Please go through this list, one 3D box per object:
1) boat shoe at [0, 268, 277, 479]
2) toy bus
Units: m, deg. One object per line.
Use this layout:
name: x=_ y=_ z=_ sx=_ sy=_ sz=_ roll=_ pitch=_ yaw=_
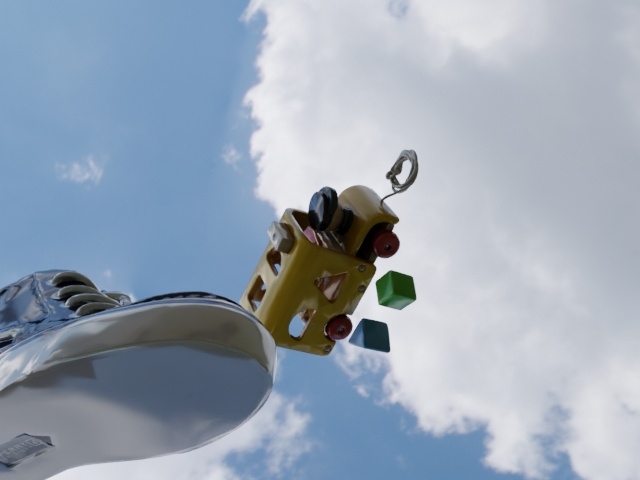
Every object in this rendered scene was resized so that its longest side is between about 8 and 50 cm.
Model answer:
boat shoe: x=-0.169 y=0.071 z=0.515 sx=0.127 sy=0.341 sz=0.158 roll=46 pitch=-145 yaw=-36
toy bus: x=-0.003 y=0.013 z=0.717 sx=0.104 sy=0.191 sz=0.202 roll=17 pitch=-114 yaw=-30
